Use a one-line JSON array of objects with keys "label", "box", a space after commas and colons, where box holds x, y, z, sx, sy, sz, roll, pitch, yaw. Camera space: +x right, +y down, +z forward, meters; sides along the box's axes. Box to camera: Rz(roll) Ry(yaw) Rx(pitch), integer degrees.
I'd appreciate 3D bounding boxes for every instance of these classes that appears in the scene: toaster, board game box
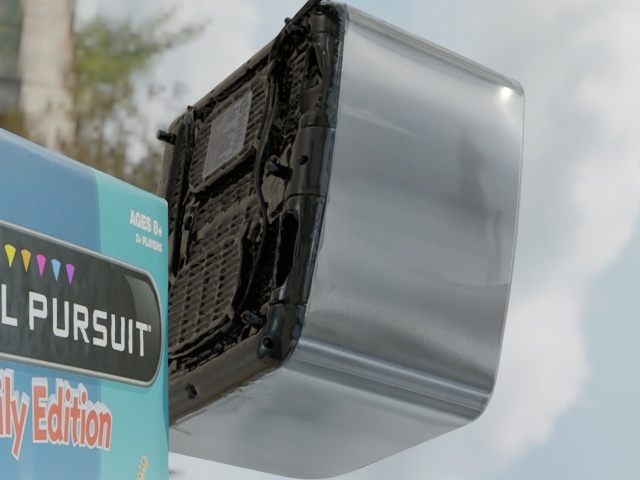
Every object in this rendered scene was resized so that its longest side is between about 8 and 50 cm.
[{"label": "toaster", "box": [0.000, 0.000, 0.852, 0.185, 0.110, 0.168, -33, -135, 56]}, {"label": "board game box", "box": [-0.126, 0.133, 0.619, 0.254, 0.079, 0.336, 25, 63, -71]}]
